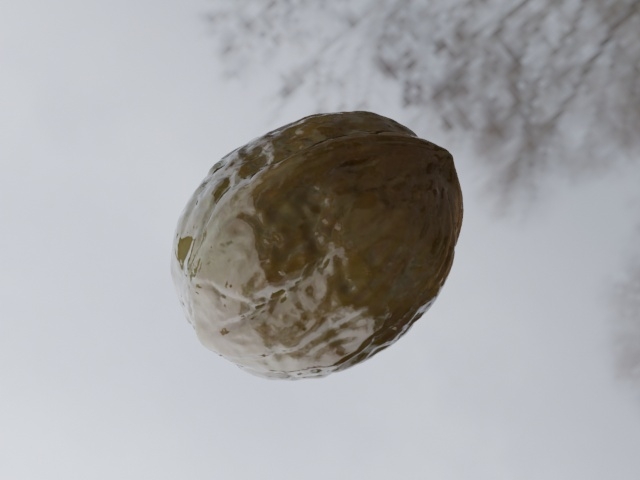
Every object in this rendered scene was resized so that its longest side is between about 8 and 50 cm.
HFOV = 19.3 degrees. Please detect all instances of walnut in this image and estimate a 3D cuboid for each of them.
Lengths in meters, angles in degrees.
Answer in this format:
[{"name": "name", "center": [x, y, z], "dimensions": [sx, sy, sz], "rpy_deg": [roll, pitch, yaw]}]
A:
[{"name": "walnut", "center": [0.000, 0.000, 0.741], "dimensions": [0.105, 0.124, 0.105], "rpy_deg": [48, -167, -15]}]
